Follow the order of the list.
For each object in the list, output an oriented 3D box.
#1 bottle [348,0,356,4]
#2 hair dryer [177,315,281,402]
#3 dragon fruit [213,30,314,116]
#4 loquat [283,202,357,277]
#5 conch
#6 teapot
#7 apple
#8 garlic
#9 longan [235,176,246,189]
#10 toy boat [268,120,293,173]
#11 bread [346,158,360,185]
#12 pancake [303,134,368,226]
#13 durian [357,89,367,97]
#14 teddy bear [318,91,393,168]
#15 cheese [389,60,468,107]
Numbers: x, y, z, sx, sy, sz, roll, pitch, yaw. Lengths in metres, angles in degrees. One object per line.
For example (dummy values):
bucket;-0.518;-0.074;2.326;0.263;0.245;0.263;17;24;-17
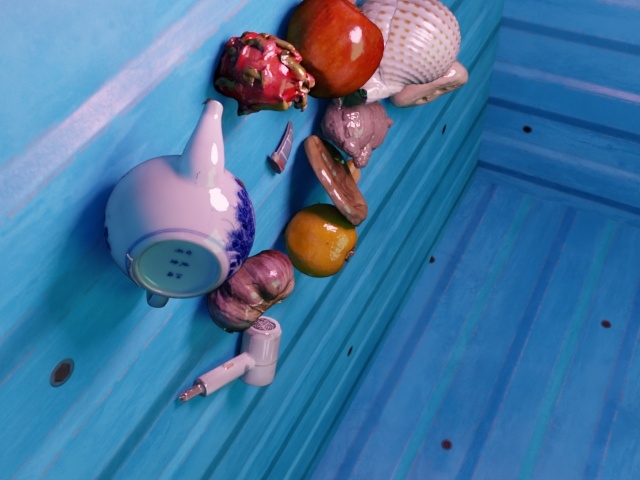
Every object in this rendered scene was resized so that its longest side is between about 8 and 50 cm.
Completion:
bottle;0.036;-0.608;1.402;0.110;0.097;0.209;-41;157;-2
hair dryer;-0.238;0.335;1.645;0.357;0.108;0.173;-24;129;-53
dragon fruit;-0.107;-0.315;1.230;0.160;0.172;0.166;-39;145;-53
loquat;0.000;0.000;1.740;0.208;0.208;0.208;-51;152;-40
conch;0.180;-0.500;1.553;0.319;0.303;0.215;-43;156;-36
teapot;-0.242;-0.046;1.102;0.280;0.252;0.424;-99;-151;-46
apple;0.019;-0.425;1.397;0.230;0.230;0.230;-51;152;-40
garlic;-0.172;0.107;1.498;0.245;0.160;0.245;-37;175;-4
longan;-0.201;-0.101;1.361;0.083;0.075;0.075;-20;145;-7
toy boat;-0.085;-0.230;1.557;0.096;0.034;0.122;71;43;-67
bread;0.084;-0.202;1.961;0.115;0.056;0.082;-65;144;-46
pancake;0.051;-0.160;1.705;0.049;0.294;0.294;-28;165;15
durian;0.133;-0.491;1.763;0.137;0.096;0.220;-43;144;-49
teddy bear;0.093;-0.314;1.723;0.267;0.151;0.236;-25;101;-58
cheese;0.335;-0.527;2.069;0.174;0.251;0.247;-27;150;-59
